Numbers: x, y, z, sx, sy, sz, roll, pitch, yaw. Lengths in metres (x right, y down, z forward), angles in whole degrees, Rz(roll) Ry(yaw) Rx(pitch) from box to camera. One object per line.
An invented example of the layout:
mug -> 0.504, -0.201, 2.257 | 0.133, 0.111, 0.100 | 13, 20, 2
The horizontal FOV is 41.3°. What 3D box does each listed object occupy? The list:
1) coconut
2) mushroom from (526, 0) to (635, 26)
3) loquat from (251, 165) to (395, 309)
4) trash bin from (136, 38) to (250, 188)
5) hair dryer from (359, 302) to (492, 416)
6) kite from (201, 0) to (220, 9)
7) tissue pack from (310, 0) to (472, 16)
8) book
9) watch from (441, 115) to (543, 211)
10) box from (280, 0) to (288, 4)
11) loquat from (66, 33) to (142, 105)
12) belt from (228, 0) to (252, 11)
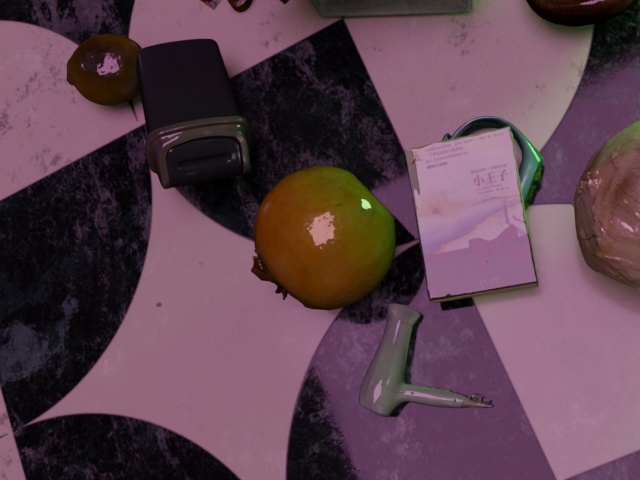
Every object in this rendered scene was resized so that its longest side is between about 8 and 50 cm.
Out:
coconut -> 0.547, -0.060, 1.388 | 0.254, 0.297, 0.297 | 20, 86, 17
mushroom -> 0.485, -0.484, 1.577 | 0.231, 0.138, 0.194 | 45, 108, 30
loquat -> 0.000, 0.000, 1.544 | 0.275, 0.275, 0.275 | -3, 78, 16
trash bin -> -0.260, -0.249, 1.711 | 0.209, 0.182, 0.290 | -12, 69, -12
hair dryer -> 0.206, 0.244, 1.556 | 0.237, 0.075, 0.206 | 18, 78, 12
kite -> -0.247, -0.623, 1.883 | 0.198, 0.006, 0.244 | -13, 76, 14
tissue pack -> 0.147, -0.661, 1.666 | 0.332, 0.205, 0.405 | 3, 80, 18
book -> 0.270, -0.043, 1.529 | 0.201, 0.026, 0.289 | -11, 84, 15
watch -> 0.303, -0.114, 1.584 | 0.195, 0.068, 0.237 | 19, 84, 20
box -> -0.036, -0.579, 1.574 | 0.240, 0.074, 0.153 | -43, 72, 10
loquat -> -0.460, -0.366, 1.827 | 0.195, 0.152, 0.152 | 2, 80, 8
belt -> -0.172, -0.537, 1.829 | 0.059, 0.036, 0.083 | -2, 81, 16
